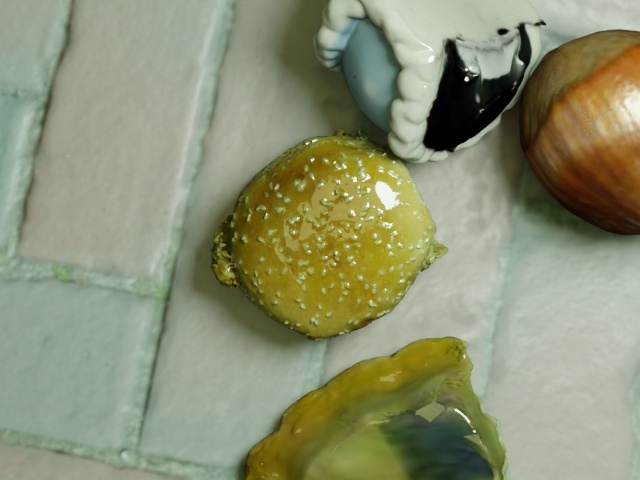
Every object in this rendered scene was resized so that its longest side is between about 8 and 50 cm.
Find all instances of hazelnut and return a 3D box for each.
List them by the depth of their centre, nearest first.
[{"bbox_3d":[0.283,-0.100,1.493,0.176,0.214,0.214,-33,86,-9],"label":"hazelnut"}]

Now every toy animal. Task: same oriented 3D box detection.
[{"bbox_3d":[0.091,-0.183,1.522,0.204,0.208,0.156,50,128,17],"label":"toy animal"}]

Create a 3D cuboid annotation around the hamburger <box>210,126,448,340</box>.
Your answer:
[{"bbox_3d":[0.000,0.000,1.549,0.215,0.122,0.189,-32,88,4],"label":"hamburger"}]

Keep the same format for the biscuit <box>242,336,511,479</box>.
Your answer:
[{"bbox_3d":[0.087,0.280,1.556,0.329,0.078,0.335,-44,84,6],"label":"biscuit"}]
